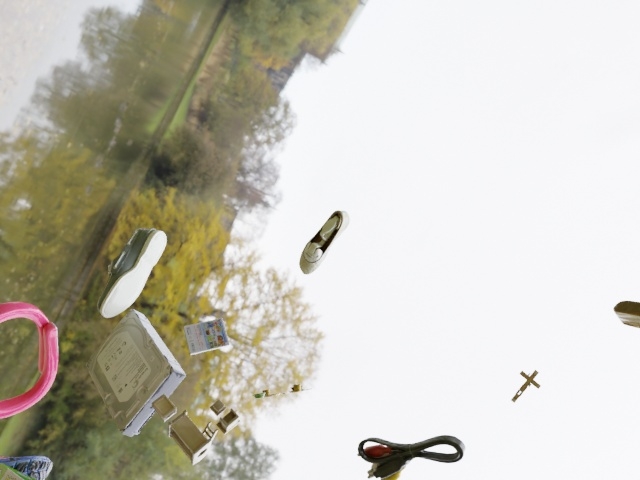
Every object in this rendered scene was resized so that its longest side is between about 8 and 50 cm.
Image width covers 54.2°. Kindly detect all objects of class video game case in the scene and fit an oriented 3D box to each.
[{"bbox_3d":[-0.337,0.283,1.850,0.011,0.122,0.087,-46,-122,56],"label":"video game case"}]

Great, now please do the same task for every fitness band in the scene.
[{"bbox_3d":[-0.689,0.265,1.370,0.054,0.209,0.291,36,-54,36],"label":"fitness band"}]

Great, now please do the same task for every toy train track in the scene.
[{"bbox_3d":[0.423,0.303,1.296,0.083,0.048,0.014,-56,157,11],"label":"toy train track"}]

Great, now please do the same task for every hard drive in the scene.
[{"bbox_3d":[-0.563,0.386,1.871,0.237,0.064,0.339,-50,-134,-1],"label":"hard drive"}]

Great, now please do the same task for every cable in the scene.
[{"bbox_3d":[0.206,0.502,1.499,0.287,0.139,0.072,-33,177,25],"label":"cable"}]

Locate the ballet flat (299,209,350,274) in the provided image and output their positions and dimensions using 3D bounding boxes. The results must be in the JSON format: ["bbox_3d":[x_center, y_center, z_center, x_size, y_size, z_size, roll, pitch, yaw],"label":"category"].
[{"bbox_3d":[0.000,0.000,1.366,0.168,0.057,0.052,-55,159,5],"label":"ballet flat"}]

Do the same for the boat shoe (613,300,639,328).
[{"bbox_3d":[0.771,0.184,1.455,0.063,0.059,0.170,-39,-156,-20],"label":"boat shoe"}]

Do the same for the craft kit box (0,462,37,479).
[{"bbox_3d":[-0.466,0.509,1.153,0.246,0.250,0.061,-8,-134,46],"label":"craft kit box"}]

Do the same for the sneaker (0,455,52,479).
[{"bbox_3d":[-0.648,0.455,1.247,0.087,0.221,0.083,34,-76,45],"label":"sneaker"}]

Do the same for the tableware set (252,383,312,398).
[{"bbox_3d":[-0.109,0.417,1.739,0.154,0.104,0.024,-18,-104,34],"label":"tableware set"}]

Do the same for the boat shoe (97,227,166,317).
[{"bbox_3d":[-0.604,0.094,1.949,0.319,0.099,0.116,-62,155,-24],"label":"boat shoe"}]

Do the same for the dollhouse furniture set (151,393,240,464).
[{"bbox_3d":[-0.339,0.480,1.704,0.161,0.182,0.101,-34,158,-33],"label":"dollhouse furniture set"}]
